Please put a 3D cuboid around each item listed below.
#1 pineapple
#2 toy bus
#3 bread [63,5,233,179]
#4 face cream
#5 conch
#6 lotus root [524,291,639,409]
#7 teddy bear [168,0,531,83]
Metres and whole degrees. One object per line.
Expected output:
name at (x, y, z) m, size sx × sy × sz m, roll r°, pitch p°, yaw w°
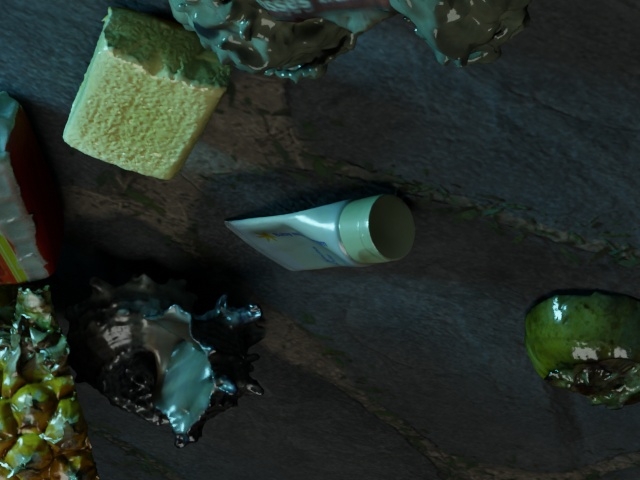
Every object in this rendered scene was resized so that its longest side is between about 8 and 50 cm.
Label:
pineapple at (-0.402, 0.167, 1.550) m, size 0.209 × 0.344 × 0.286 m, roll -20°, pitch 143°, yaw -18°
toy bus at (-0.353, -0.057, 1.410) m, size 0.120 × 0.121 × 0.265 m, roll 1°, pitch 147°, yaw 4°
bread at (-0.167, -0.137, 1.253) m, size 0.125 × 0.068 × 0.188 m, roll 20°, pitch 148°, yaw -12°
face cream at (0.000, 0.000, 1.425) m, size 0.114 × 0.070 × 0.224 m, roll 37°, pitch 150°, yaw -33°
conch at (-0.189, 0.124, 1.603) m, size 0.313 × 0.186 × 0.240 m, roll 7°, pitch 145°, yaw 49°
lotus root at (0.320, 0.140, 1.507) m, size 0.183 × 0.078 × 0.203 m, roll 2°, pitch 148°, yaw 19°
teddy bear at (-0.023, -0.211, 0.958) m, size 0.357 × 0.224 × 0.367 m, roll 28°, pitch 150°, yaw 2°
